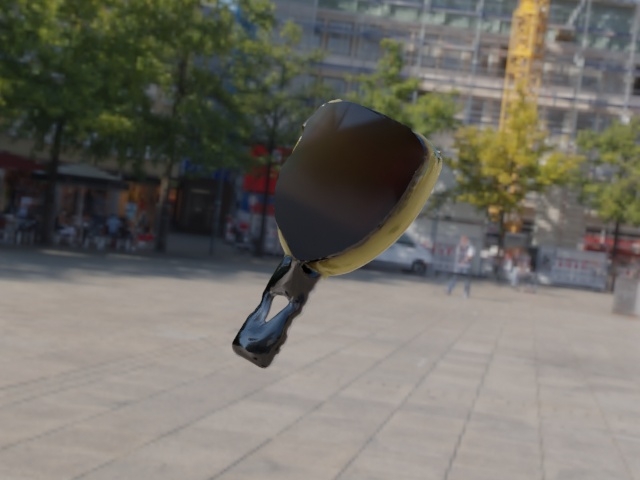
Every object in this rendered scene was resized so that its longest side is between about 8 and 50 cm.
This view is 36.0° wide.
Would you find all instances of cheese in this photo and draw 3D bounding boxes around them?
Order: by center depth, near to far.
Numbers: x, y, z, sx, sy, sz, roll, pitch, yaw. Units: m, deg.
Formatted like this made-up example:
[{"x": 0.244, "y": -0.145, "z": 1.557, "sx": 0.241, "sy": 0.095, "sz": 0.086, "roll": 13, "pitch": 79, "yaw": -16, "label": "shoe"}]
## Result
[{"x": 0.000, "y": 0.000, "z": 0.569, "sx": 0.086, "sy": 0.162, "sz": 0.036, "roll": 28, "pitch": -10, "yaw": 15, "label": "cheese"}]
